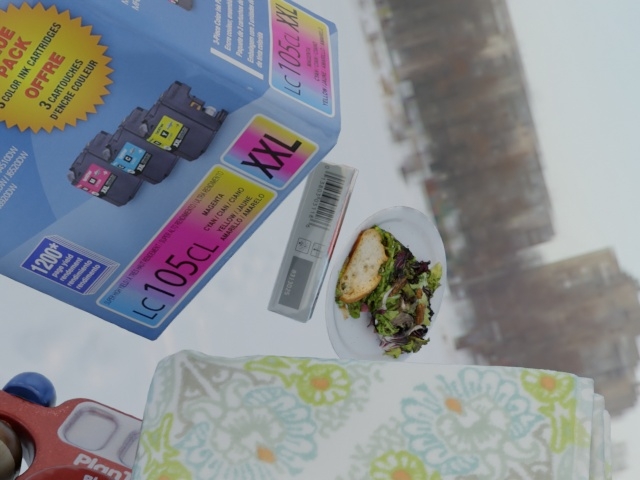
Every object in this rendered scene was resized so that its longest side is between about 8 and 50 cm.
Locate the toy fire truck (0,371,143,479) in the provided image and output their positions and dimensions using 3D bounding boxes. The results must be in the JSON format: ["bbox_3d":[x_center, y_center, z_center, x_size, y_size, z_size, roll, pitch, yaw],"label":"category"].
[{"bbox_3d":[-0.244,0.217,1.298,0.254,0.302,0.169,-54,161,-58],"label":"toy fire truck"}]

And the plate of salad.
[{"bbox_3d":[0.084,0.060,1.758,0.048,0.200,0.200,16,-46,44],"label":"plate of salad"}]

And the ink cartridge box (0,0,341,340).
[{"bbox_3d":[-0.220,-0.121,1.136,0.395,0.270,0.151,27,35,-24],"label":"ink cartridge box"}]

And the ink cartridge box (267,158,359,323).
[{"bbox_3d":[0.000,0.000,1.412,0.179,0.045,0.145,1,106,-82],"label":"ink cartridge box"}]

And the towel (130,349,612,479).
[{"bbox_3d":[0.034,0.232,1.126,0.090,0.374,0.320,86,9,-46],"label":"towel"}]
